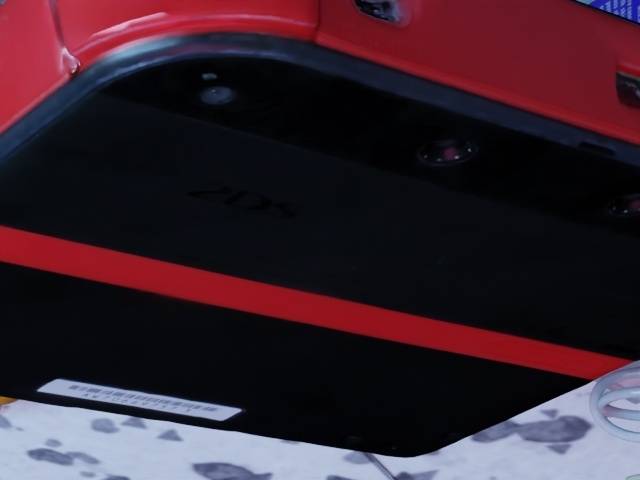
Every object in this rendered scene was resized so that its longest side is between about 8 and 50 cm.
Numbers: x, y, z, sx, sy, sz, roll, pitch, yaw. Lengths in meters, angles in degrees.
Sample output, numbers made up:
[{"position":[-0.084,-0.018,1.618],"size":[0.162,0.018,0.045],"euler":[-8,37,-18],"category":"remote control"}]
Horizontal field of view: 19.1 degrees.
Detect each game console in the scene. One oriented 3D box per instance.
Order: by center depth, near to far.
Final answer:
[{"position":[0.000,0.000,0.789],"size":[0.386,0.060,0.342],"euler":[14,151,-35],"category":"game console"}]

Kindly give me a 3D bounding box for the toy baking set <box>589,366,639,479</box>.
[{"position":[0.238,0.062,0.954],"size":[0.196,0.030,0.256],"euler":[7,140,7],"category":"toy baking set"}]

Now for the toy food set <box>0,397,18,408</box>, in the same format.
[{"position":[-0.242,0.068,1.195],"size":[0.132,0.038,0.192],"euler":[15,144,-13],"category":"toy food set"}]

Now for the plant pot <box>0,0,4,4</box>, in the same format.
[{"position":[-0.168,-0.140,0.738],"size":[0.274,0.256,0.256],"euler":[15,147,-38],"category":"plant pot"}]

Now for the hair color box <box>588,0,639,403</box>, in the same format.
[{"position":[0.217,-0.052,0.903],"size":[0.185,0.110,0.339],"euler":[29,141,-31],"category":"hair color box"}]
